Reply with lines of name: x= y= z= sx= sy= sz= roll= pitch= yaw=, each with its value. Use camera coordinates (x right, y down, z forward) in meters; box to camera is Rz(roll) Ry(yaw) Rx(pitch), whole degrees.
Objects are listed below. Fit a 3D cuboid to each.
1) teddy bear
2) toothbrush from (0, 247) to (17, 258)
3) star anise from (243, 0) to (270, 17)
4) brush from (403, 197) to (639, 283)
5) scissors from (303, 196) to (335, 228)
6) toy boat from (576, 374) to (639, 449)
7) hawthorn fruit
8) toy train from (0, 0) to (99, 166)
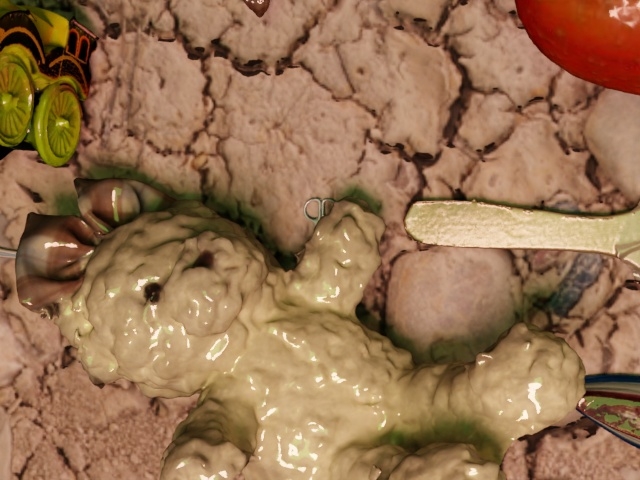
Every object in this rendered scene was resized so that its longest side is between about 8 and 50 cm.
teddy bear: x=-0.047 y=0.065 z=0.856 sx=0.362 sy=0.375 sz=0.327 roll=51 pitch=58 yaw=-14
toothbrush: x=-0.279 y=0.020 z=1.034 sx=0.162 sy=0.017 sz=0.014 roll=8 pitch=94 yaw=9
star anise: x=-0.084 y=-0.349 z=0.930 sx=0.212 sy=0.129 sz=0.282 roll=-6 pitch=89 yaw=27
brush: x=0.244 y=-0.007 z=0.942 sx=0.336 sy=0.020 sz=0.085 roll=6 pitch=95 yaw=10
scissors: x=0.000 y=0.000 z=0.990 sx=0.036 sy=0.006 sz=0.083 roll=3 pitch=95 yaw=12
toy boat: x=0.328 y=0.167 z=0.929 sx=0.229 sy=0.046 sz=0.080 roll=16 pitch=99 yaw=6
hawthorn fruit: x=0.244 y=-0.220 z=0.843 sx=0.253 sy=0.205 sz=0.205 roll=7 pitch=95 yaw=14
toy train: x=-0.294 y=-0.153 z=0.889 sx=0.100 sy=0.296 sz=0.160 roll=8 pitch=87 yaw=10
